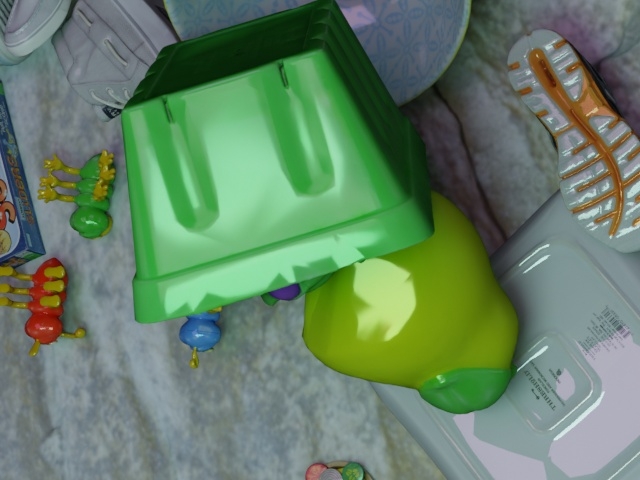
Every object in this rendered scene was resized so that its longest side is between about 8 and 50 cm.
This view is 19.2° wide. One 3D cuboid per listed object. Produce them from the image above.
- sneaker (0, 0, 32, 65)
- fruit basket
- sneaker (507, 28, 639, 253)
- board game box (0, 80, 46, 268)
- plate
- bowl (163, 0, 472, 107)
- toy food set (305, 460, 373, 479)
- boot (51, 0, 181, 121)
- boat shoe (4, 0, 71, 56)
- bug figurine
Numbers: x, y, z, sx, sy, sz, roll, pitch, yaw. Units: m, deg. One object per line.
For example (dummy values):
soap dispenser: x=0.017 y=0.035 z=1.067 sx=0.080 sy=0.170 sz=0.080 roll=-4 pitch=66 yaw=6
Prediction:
sneaker: x=-0.412 y=-0.344 z=2.001 sx=0.150 sy=0.135 sz=0.365 roll=-16 pitch=74 yaw=18
fruit basket: x=0.000 y=0.000 z=1.609 sx=0.283 sy=0.392 sz=0.392 roll=-16 pitch=74 yaw=6
sneaker: x=0.242 y=-0.088 z=1.671 sx=0.084 sy=0.083 sz=0.215 roll=-27 pitch=75 yaw=19
board game box: x=-0.373 y=-0.055 z=1.989 sx=0.136 sy=0.035 sz=0.201 roll=-24 pitch=72 yaw=21
plate: x=0.206 y=0.127 z=1.671 sx=0.278 sy=0.045 sz=0.277 roll=-43 pitch=65 yaw=13
bowl: x=0.009 y=-0.271 z=1.753 sx=0.289 sy=0.289 sz=0.156 roll=-14 pitch=33 yaw=23
toy food set: x=0.015 y=0.244 z=1.757 sx=0.083 sy=0.020 sz=0.082 roll=-19 pitch=73 yaw=23
boot: x=-0.170 y=-0.158 z=1.886 sx=0.123 sy=0.095 sz=0.258 roll=-50 pitch=56 yaw=17
boat shoe: x=-0.280 y=-0.273 z=1.928 sx=0.066 sy=0.063 sz=0.184 roll=8 pitch=61 yaw=43
bug figurine: x=-0.187 y=0.016 z=1.866 sx=0.279 sy=0.072 sz=0.216 roll=1 pitch=76 yaw=31
